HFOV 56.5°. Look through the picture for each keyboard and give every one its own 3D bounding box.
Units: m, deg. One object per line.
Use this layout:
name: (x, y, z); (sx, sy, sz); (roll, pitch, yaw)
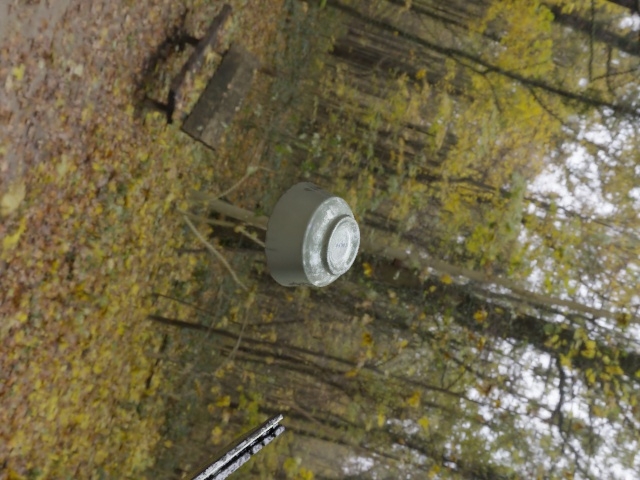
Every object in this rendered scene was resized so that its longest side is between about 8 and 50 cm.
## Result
keyboard: (-0.158, 0.258, 0.544); (0.317, 0.027, 0.106); (-26, 167, -48)

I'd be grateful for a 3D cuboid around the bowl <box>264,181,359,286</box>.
bowl: (0.000, 0.000, 1.136); (0.211, 0.112, 0.212); (-28, 126, -49)
